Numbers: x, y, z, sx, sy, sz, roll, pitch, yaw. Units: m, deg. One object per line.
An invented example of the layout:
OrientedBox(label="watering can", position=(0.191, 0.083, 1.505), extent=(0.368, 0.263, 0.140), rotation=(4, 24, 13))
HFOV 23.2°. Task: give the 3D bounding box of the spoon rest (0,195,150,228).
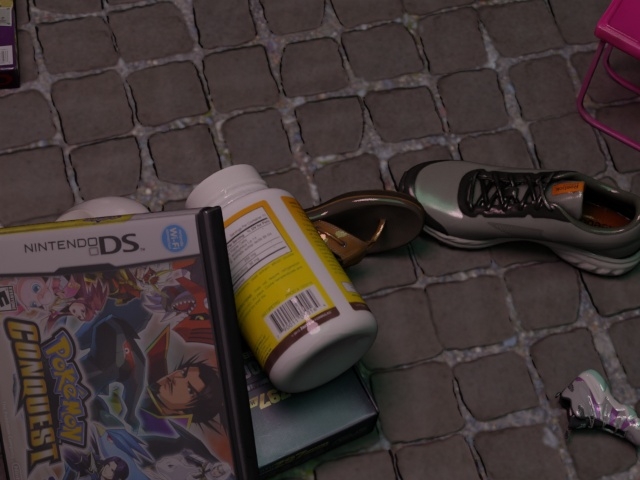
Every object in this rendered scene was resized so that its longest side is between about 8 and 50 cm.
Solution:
OrientedBox(label="spoon rest", position=(-0.268, 0.007, 1.537), extent=(0.276, 0.084, 0.137), rotation=(13, 73, 35))

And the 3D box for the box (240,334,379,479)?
OrientedBox(label="box", position=(-0.085, 0.148, 1.537), extent=(0.233, 0.059, 0.183), rotation=(-22, 67, -15))

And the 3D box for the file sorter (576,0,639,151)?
OrientedBox(label="file sorter", position=(0.435, -0.239, 1.710), extent=(0.202, 0.182, 0.290), rotation=(30, 65, 10))

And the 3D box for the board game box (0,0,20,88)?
OrientedBox(label="board game box", position=(-0.511, -0.252, 1.718), extent=(0.347, 0.056, 0.208), rotation=(-4, 67, -7))

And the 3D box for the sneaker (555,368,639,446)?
OrientedBox(label="sneaker", position=(0.276, 0.183, 1.563), extent=(0.069, 0.038, 0.098), rotation=(-33, 60, -18))

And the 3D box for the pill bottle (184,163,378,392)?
OrientedBox(label="pill bottle", position=(-0.045, 0.032, 1.502), extent=(0.117, 0.117, 0.215), rotation=(-26, 66, -17))

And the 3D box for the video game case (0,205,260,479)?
OrientedBox(label="video game case", position=(-0.190, 0.115, 1.427), extent=(0.248, 0.035, 0.274), rotation=(-5, 97, 19))

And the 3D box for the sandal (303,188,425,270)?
OrientedBox(label="sandal", position=(0.000, 0.000, 1.600), extent=(0.219, 0.090, 0.060), rotation=(-5, 51, -4))

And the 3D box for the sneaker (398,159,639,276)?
OrientedBox(label="sneaker", position=(0.217, -0.042, 1.634), extent=(0.272, 0.108, 0.100), rotation=(11, 64, 2))
